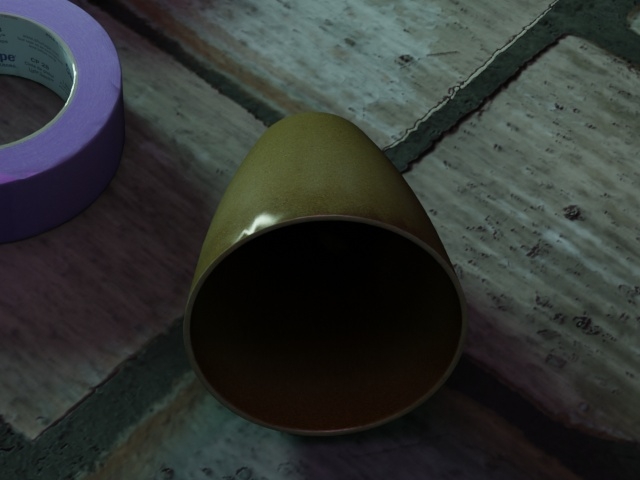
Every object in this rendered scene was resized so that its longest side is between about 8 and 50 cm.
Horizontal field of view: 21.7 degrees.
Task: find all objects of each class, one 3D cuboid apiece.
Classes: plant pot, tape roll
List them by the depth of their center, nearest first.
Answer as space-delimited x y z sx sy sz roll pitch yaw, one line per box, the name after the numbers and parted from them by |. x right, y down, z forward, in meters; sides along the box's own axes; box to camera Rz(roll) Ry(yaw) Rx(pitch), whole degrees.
0.000 0.000 1.484 0.237 0.237 0.254 1 37 -4 | plant pot
-0.330 -0.128 1.631 0.275 0.090 0.275 2 50 -2 | tape roll
